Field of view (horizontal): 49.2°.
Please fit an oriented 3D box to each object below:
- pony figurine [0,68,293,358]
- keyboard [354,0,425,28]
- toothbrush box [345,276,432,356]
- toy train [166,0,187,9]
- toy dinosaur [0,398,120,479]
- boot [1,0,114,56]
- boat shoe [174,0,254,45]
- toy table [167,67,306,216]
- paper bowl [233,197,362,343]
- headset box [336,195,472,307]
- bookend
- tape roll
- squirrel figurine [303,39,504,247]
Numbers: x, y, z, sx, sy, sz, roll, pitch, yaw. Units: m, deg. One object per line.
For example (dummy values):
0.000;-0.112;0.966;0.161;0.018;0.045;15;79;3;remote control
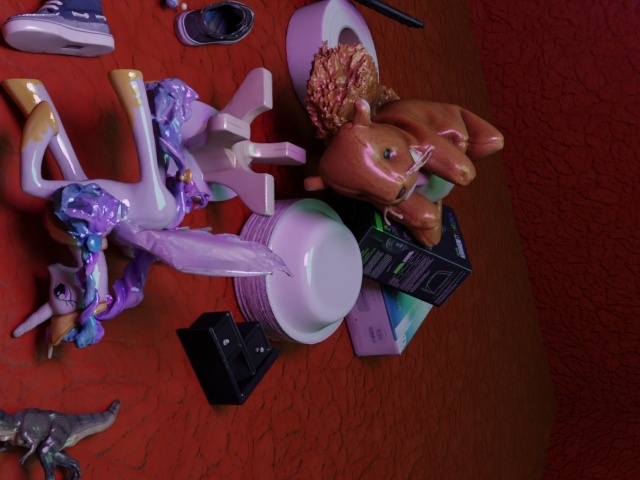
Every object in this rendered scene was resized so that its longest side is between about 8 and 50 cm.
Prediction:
-0.248;-0.041;0.959;0.351;0.303;0.363;-7;94;-28;pony figurine
0.085;-0.576;1.647;0.317;0.033;0.201;20;20;-19;keyboard
0.170;0.125;1.750;0.295;0.126;0.216;-40;119;-57;toothbrush box
-0.258;-0.482;1.203;0.125;0.046;0.166;70;24;-51;toy train
-0.342;0.267;0.897;0.268;0.064;0.118;19;61;-61;toy dinosaur
-0.367;-0.308;0.964;0.190;0.069;0.086;-20;95;-68;boot
-0.175;-0.409;1.296;0.228;0.076;0.080;-33;113;-57;boat shoe
-0.156;-0.159;1.200;0.274;0.161;0.252;-11;95;-61;toy table
-0.026;0.059;1.366;0.284;0.148;0.284;0;90;-52;paper bowl
0.174;-0.015;1.596;0.283;0.131;0.246;23;33;-18;headset box
-0.154;0.178;1.226;0.157;0.072;0.156;-49;126;-53;bookend
0.034;-0.420;1.642;0.286;0.100;0.286;17;70;-57;tape roll
0.096;-0.183;1.330;0.397;0.281;0.370;49;31;20;squirrel figurine
